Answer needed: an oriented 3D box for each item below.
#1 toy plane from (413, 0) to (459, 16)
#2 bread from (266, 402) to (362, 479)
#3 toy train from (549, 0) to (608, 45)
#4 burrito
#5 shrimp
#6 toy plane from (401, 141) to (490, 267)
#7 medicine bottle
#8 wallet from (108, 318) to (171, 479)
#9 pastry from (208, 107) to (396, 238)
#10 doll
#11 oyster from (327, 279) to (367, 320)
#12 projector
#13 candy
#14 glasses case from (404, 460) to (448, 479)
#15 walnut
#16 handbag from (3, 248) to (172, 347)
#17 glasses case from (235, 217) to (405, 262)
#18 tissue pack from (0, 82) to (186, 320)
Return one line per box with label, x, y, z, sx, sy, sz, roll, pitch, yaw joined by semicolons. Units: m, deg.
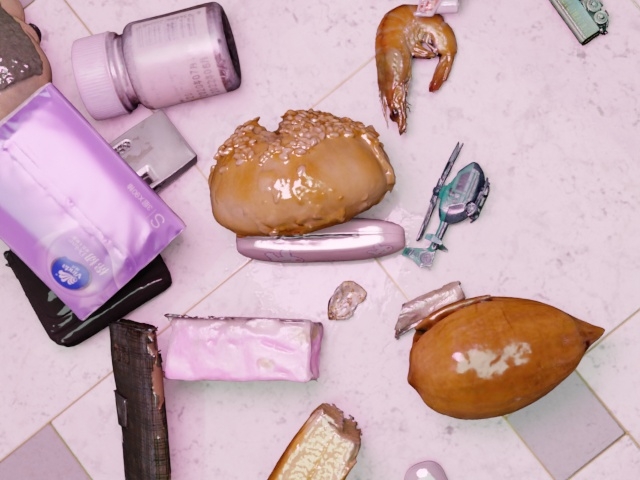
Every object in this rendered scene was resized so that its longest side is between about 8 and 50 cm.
toy plane;0.186;-0.515;1.846;0.252;0.118;0.252;-1;84;5
bread;-0.023;0.391;1.730;0.111;0.239;0.246;31;90;2
toy train;0.456;-0.419;1.851;0.071;0.038;0.148;-35;83;5
burrito;0.186;0.118;1.827;0.149;0.041;0.055;-28;96;3
shrimp;0.163;-0.308;1.859;0.150;0.068;0.248;11;80;3
toy plane;0.231;-0.056;1.831;0.096;0.060;0.235;24;84;15
medicine bottle;-0.289;-0.317;1.853;0.274;0.165;0.165;-13;84;6
wallet;-0.308;0.297;1.781;0.044;0.169;0.316;-8;96;-32
pastry;-0.039;-0.126;1.747;0.316;0.284;0.184;-11;109;3
doll;-0.607;-0.334;1.859;0.247;0.247;0.349;-37;76;1
oyster;0.042;0.110;1.855;0.054;0.019;0.083;39;88;6
projector;-0.313;-0.147;1.880;0.147;0.061;0.115;-37;81;-11
candy;-0.131;0.185;1.797;0.265;0.155;0.115;0;83;5
glasses case;0.206;0.474;1.790;0.074;0.049;0.193;-24;82;3
walnut;0.308;0.190;1.733;0.337;0.209;0.208;-12;84;6
handbag;-0.418;0.050;1.879;0.247;0.080;0.223;-32;75;-3
glasses case;0.000;0.000;1.821;0.297;0.113;0.075;-3;82;6
tissue pack;-0.424;-0.066;1.728;0.242;0.160;0.338;-45;100;-7
